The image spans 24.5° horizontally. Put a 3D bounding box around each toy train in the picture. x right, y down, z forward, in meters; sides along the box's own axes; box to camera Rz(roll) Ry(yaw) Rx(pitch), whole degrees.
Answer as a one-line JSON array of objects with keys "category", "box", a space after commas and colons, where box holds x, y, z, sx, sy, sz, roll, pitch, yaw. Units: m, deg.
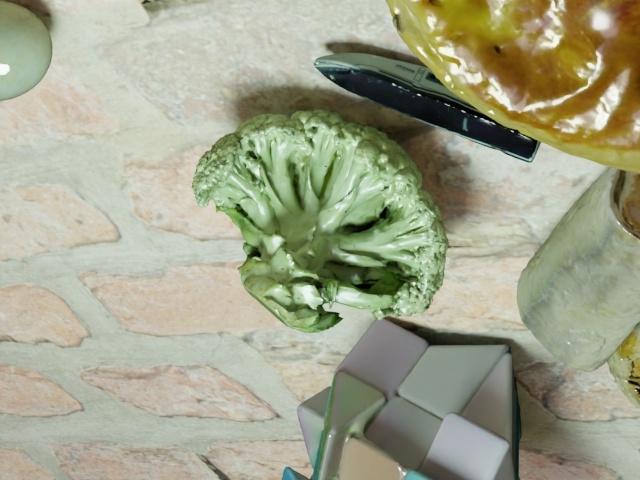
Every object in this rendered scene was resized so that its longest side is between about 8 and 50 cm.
[{"category": "toy train", "box": [0.115, -0.155, 1.542, 0.251, 0.048, 0.055, 22, 153, 9]}]

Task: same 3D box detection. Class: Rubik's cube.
[{"category": "Rubik's cube", "box": [0.126, 0.314, 1.957, 0.358, 0.368, 0.387, 25, 153, 28]}]

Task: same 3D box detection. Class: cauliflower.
[{"category": "cauliflower", "box": [0.000, 0.000, 1.646, 0.275, 0.250, 0.272, 6, 143, 30]}]

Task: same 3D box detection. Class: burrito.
[{"category": "burrito", "box": [0.310, 0.031, 1.628, 0.143, 0.105, 0.299, 40, 148, 10]}]

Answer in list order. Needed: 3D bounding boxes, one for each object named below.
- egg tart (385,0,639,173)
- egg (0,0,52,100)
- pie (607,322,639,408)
[{"category": "egg tart", "box": [0.253, -0.248, 1.199, 0.443, 0.178, 0.443, 16, 145, 11]}, {"category": "egg", "box": [-0.372, -0.214, 1.669, 0.152, 0.114, 0.114, 1, 143, 31]}, {"category": "pie", "box": [0.473, 0.166, 1.800, 0.274, 0.055, 0.274, 15, 153, 8]}]
